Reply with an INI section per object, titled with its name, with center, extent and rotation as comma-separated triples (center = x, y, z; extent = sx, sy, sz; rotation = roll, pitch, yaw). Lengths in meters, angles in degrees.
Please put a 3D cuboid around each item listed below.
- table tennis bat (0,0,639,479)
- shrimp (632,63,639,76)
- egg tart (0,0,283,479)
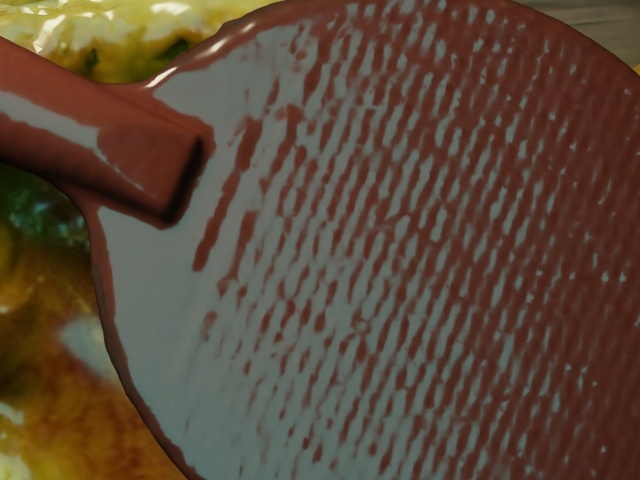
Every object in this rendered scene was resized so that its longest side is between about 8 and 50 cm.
[table tennis bat]
center = 0.000, 0.000, 0.723
extent = 0.414, 0.051, 0.268
rotation = 23, 85, -7
[shrimp]
center = 0.181, -0.028, 0.901
extent = 0.101, 0.042, 0.190
rotation = 39, 92, 12
[egg tart]
center = -0.084, 0.064, 0.824
extent = 0.443, 0.178, 0.443
rotation = 0, 89, -5
